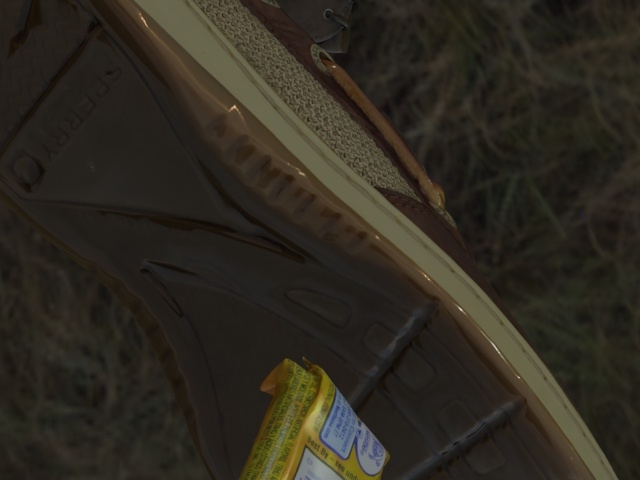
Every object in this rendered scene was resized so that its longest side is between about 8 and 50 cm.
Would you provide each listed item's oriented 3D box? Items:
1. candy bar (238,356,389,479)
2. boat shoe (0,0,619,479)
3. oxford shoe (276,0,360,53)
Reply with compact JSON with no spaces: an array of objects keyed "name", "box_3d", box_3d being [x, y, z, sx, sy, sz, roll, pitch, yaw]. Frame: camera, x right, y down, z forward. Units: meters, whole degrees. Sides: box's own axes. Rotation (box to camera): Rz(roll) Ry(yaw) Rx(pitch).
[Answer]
[{"name":"candy bar","box_3d":[-0.019,0.090,0.373,0.018,0.161,0.040,-24,120,40]},{"name":"boat shoe","box_3d":[0.000,0.000,0.607,0.342,0.123,0.123,47,126,0]},{"name":"oxford shoe","box_3d":[-0.008,-0.126,0.755,0.096,0.083,0.227,42,94,2]}]
